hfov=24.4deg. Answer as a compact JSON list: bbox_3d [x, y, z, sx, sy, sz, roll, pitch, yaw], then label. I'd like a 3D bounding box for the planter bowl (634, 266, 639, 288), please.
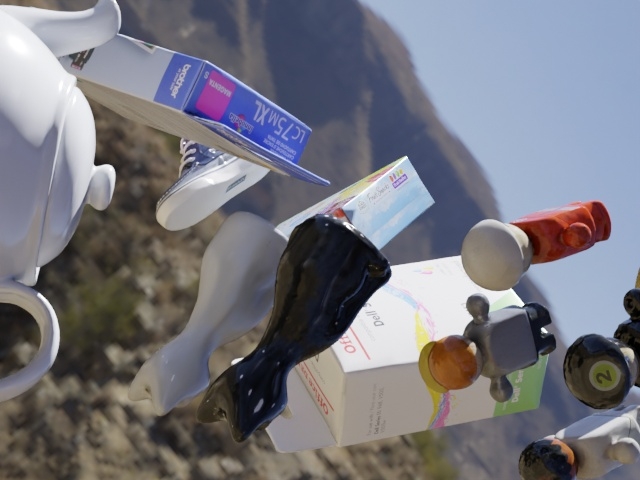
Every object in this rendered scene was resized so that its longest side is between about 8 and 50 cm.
[{"bbox_3d":[0.366,0.080,1.421,0.217,0.217,0.090,52,-32,-5],"label":"planter bowl"}]

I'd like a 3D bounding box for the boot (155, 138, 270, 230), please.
[{"bbox_3d":[-0.135,-0.081,1.642,0.086,0.190,0.069,42,-48,14],"label":"boot"}]

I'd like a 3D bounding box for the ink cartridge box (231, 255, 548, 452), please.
[{"bbox_3d":[0.083,0.137,1.860,0.207,0.353,0.119,-125,-147,-50],"label":"ink cartridge box"}]

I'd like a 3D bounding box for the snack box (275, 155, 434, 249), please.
[{"bbox_3d":[0.000,0.000,1.646,0.070,0.207,0.174,58,34,-4],"label":"snack box"}]

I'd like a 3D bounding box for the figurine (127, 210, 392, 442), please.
[{"bbox_3d":[-0.069,0.079,1.323,0.092,0.209,0.215,45,-22,-28],"label":"figurine"}]

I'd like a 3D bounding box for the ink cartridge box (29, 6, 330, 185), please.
[{"bbox_3d":[-0.143,-0.143,1.465,0.311,0.065,0.186,24,-3,38],"label":"ink cartridge box"}]

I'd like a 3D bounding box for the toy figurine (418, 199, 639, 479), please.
[{"bbox_3d":[0.197,0.092,1.234,0.213,0.148,0.210,50,-41,28],"label":"toy figurine"}]

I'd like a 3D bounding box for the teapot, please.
[{"bbox_3d":[-0.241,-0.048,1.053,0.187,0.256,0.252,13,16,-8],"label":"teapot"}]
